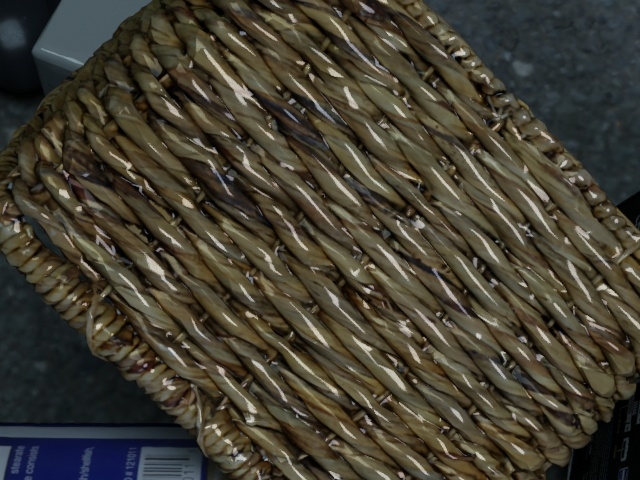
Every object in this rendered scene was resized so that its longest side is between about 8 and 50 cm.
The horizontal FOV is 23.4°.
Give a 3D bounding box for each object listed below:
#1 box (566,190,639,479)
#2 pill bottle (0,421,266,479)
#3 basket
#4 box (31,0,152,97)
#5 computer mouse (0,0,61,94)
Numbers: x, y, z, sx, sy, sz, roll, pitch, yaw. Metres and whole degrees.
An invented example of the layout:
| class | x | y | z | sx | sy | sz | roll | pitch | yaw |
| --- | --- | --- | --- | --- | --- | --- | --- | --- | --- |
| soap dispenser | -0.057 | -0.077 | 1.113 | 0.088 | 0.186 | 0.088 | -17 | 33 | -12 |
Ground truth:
| class | x | y | z | sx | sy | sz | roll | pitch | yaw |
| --- | --- | --- | --- | --- | --- | --- | --- | --- | --- |
| box | 0.210 | 0.097 | 0.748 | 0.079 | 0.257 | 0.322 | 19 | 67 | -15 |
| pill bottle | -0.155 | 0.166 | 0.771 | 0.264 | 0.153 | 0.153 | 1 | 68 | -1 |
| basket | 0.000 | 0.000 | 0.789 | 0.299 | 0.213 | 0.223 | 44 | 89 | -13 |
| box | -0.101 | -0.114 | 0.919 | 0.101 | 0.087 | 0.102 | 21 | 70 | 7 |
| computer mouse | -0.212 | -0.199 | 0.976 | 0.071 | 0.041 | 0.242 | -18 | 69 | -8 |
